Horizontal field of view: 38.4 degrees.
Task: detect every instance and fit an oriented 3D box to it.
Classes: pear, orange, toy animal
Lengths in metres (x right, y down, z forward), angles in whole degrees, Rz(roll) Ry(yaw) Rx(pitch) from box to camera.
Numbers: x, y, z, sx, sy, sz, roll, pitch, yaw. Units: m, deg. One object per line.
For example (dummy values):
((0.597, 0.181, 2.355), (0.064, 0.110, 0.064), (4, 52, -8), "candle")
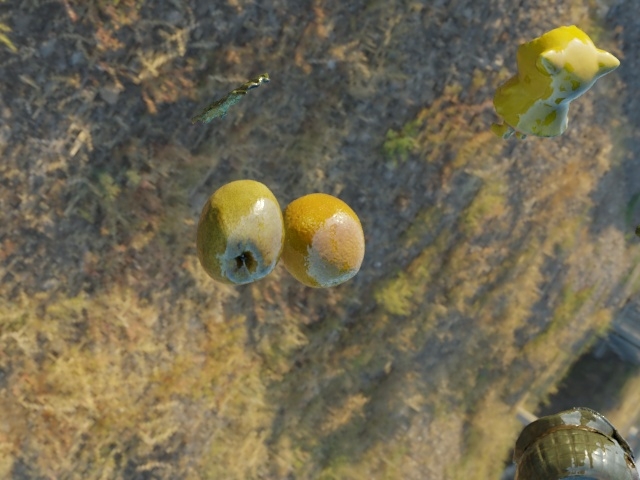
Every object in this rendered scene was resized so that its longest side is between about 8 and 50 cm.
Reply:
((-0.174, -0.011, 2.028), (0.188, 0.211, 0.228), (8, 130, -29), "pear")
((0.000, 0.000, 2.228), (0.236, 0.236, 0.236), (-45, 156, -27), "orange")
((0.375, -0.252, 1.543), (0.156, 0.156, 0.229), (-41, 168, -36), "toy animal")

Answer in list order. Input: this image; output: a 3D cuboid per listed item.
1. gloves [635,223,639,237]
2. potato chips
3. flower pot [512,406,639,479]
((0.604, 0.014, 1.452), (0.107, 0.268, 0.135), (-6, 104, -15), "gloves")
((-0.143, -0.233, 1.517), (0.092, 0.028, 0.207), (-34, -172, -31), "potato chips")
((0.607, 0.560, 2.158), (0.213, 0.302, 0.301), (-82, -170, -59), "flower pot")
